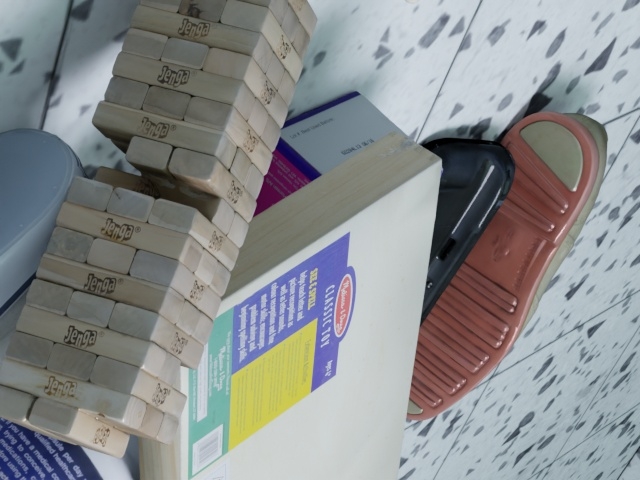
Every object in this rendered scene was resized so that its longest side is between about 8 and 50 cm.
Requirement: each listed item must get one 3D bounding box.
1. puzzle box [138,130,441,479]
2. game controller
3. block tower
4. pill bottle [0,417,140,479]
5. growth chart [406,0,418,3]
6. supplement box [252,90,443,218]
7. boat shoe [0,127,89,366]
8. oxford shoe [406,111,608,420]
[{"bbox_3d":[-0.028,0.134,1.267,0.272,0.052,0.409,-32,143,-34],"label":"puzzle box"},{"bbox_3d":[0.078,0.028,1.632,0.166,0.067,0.319,7,123,-42],"label":"game controller"},{"bbox_3d":[-0.097,-0.033,1.000,0.097,0.091,0.336,50,56,-69],"label":"block tower"},{"bbox_3d":[-0.237,0.202,1.239,0.264,0.153,0.153,-36,155,-24],"label":"pill bottle"},{"bbox_3d":[0.159,-0.272,1.322,0.237,0.021,0.172,-27,150,-39],"label":"growth chart"},{"bbox_3d":[0.000,0.000,1.374,0.111,0.114,0.220,-27,152,-40],"label":"supplement box"},{"bbox_3d":[-0.275,0.097,1.020,0.367,0.136,0.156,-46,142,-19],"label":"boat shoe"},{"bbox_3d":[0.200,0.034,1.745,0.397,0.140,0.146,-56,161,24],"label":"oxford shoe"}]
